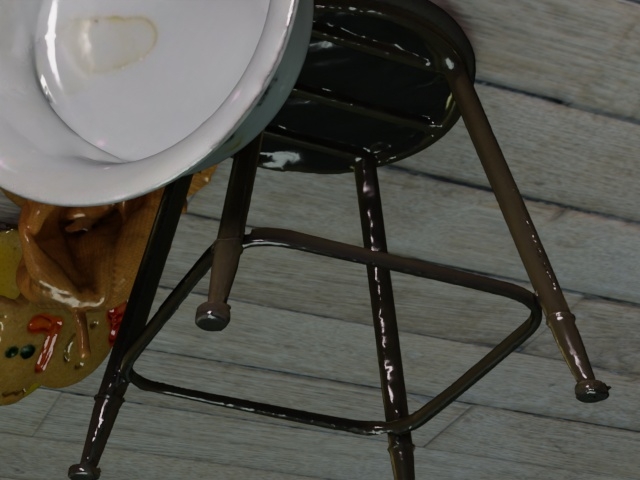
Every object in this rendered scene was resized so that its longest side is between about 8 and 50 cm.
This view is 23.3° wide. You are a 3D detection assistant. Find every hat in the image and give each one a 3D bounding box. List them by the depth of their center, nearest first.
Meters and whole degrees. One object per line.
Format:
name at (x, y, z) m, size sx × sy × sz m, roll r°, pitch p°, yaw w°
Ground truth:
hat at (-0.234, 0.020, 1.652) m, size 0.244 × 0.233 × 0.233 m, roll 3°, pitch 150°, yaw -5°

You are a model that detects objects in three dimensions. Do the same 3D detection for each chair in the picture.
chair at (0.000, 0.000, 1.453) m, size 0.364 × 0.410 × 0.362 m, roll 12°, pitch 147°, yaw -21°

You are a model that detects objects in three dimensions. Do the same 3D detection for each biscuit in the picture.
biscuit at (-0.314, 0.117, 1.772) m, size 0.225 × 0.036 × 0.166 m, roll 4°, pitch 116°, yaw -49°

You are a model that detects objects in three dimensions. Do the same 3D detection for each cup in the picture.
cup at (-0.145, -0.188, 1.257) m, size 0.347 × 0.347 × 0.163 m, roll -14°, pitch 168°, yaw 20°

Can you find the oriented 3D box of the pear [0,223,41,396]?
pear at (-0.393, 0.111, 1.859) m, size 0.266 × 0.178 × 0.267 m, roll -1°, pitch 154°, yaw -1°
